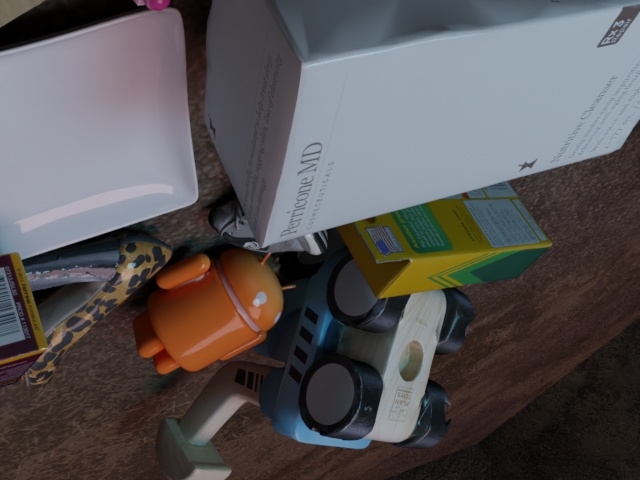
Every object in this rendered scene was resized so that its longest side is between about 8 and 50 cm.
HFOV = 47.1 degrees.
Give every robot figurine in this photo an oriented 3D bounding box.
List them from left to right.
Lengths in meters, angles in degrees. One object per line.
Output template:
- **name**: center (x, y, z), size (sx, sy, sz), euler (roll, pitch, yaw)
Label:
- **robot figurine**: center (-0.145, 0.092, 0.993), size (0.219, 0.158, 0.128), euler (-30, -177, 2)

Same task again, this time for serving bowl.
- **serving bowl**: center (0.000, 0.000, 1.082), size (0.083, 0.027, 0.083), euler (-22, 152, -12)

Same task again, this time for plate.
- **plate**: center (-0.255, -0.086, 0.673), size (0.278, 0.045, 0.277), euler (-20, 153, -17)

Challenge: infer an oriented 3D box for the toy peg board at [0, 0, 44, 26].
- **toy peg board**: center (-0.281, -0.193, 0.454), size (0.160, 0.079, 0.161), euler (-39, 156, -16)

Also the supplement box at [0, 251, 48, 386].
- **supplement box**: center (-0.353, 0.094, 0.760), size (0.081, 0.104, 0.188), euler (-14, 168, -35)

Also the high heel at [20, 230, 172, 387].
- **high heel**: center (-0.282, 0.096, 0.907), size (0.186, 0.093, 0.261), euler (-11, 143, -30)

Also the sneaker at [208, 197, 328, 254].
- **sneaker**: center (-0.084, -0.051, 0.862), size (0.132, 0.086, 0.228), euler (-9, 138, 17)

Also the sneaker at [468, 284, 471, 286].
- **sneaker**: center (0.287, 0.058, 1.440), size (0.118, 0.042, 0.067), euler (2, 137, -49)

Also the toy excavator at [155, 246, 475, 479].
- **toy excavator**: center (-0.041, 0.209, 1.123), size (0.222, 0.445, 0.433), euler (22, 81, -45)

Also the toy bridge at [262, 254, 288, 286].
- **toy bridge**: center (-0.081, 0.080, 1.143), size (0.063, 0.026, 0.188), euler (-18, 151, -25)

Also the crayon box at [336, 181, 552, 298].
- **crayon box**: center (0.124, -0.039, 0.942), size (0.323, 0.203, 0.083), euler (-4, 144, -39)

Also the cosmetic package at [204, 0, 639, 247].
- **cosmetic package**: center (0.110, -0.151, 0.600), size (0.385, 0.156, 0.217), euler (-18, 153, -20)

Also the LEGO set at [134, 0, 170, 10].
- **LEGO set**: center (-0.191, -0.162, 0.417), size (0.287, 0.107, 0.132), euler (-29, 151, -35)
